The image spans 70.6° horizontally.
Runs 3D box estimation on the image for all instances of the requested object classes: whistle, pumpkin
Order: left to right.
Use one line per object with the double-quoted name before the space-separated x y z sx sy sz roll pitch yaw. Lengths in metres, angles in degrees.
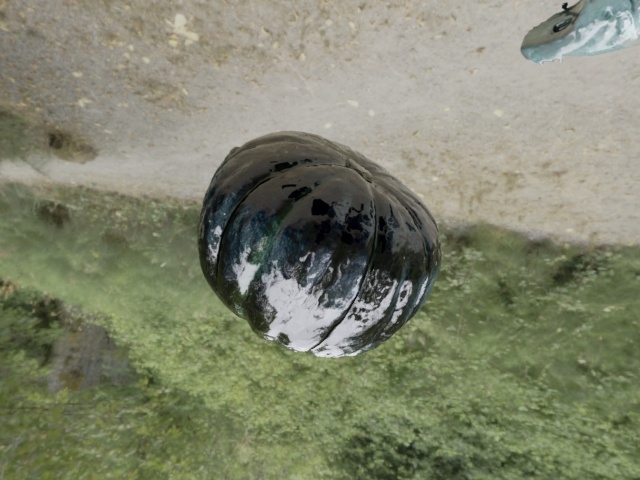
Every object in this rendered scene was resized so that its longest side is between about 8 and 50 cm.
"pumpkin" 0.000 0.000 0.676 0.364 0.266 0.363 24 -157 -11
"whistle" 0.462 -0.340 0.647 0.348 0.189 0.189 1 171 40
